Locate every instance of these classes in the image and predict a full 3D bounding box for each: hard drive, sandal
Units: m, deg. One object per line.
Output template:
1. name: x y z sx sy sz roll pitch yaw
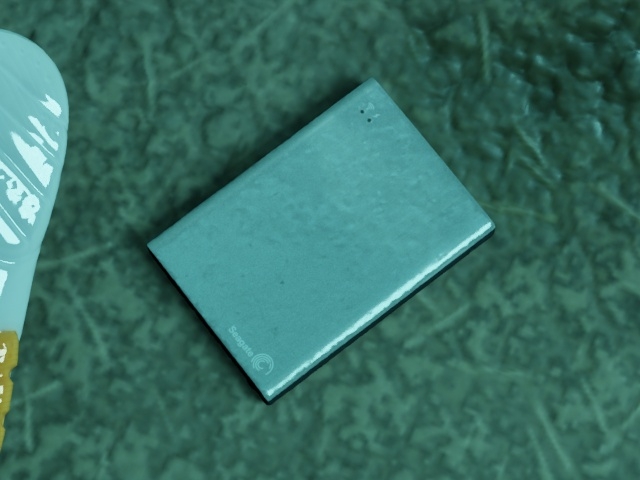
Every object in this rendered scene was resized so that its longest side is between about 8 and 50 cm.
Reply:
1. hard drive: 0.000 0.000 0.934 0.135 0.022 0.094 -37 78 -7
2. sandal: -0.180 0.034 0.902 0.102 0.076 0.265 21 88 -17
